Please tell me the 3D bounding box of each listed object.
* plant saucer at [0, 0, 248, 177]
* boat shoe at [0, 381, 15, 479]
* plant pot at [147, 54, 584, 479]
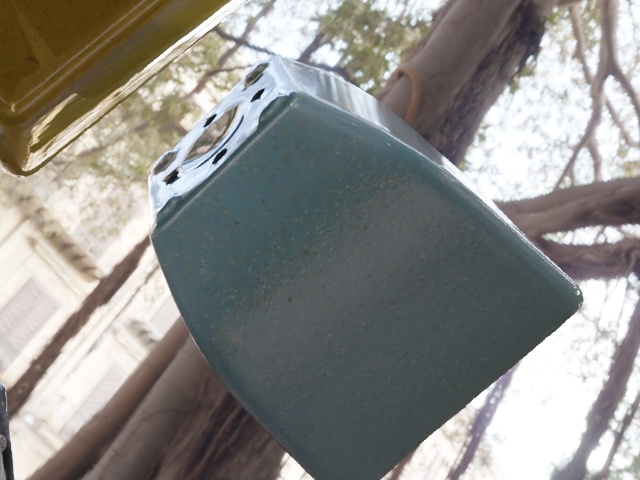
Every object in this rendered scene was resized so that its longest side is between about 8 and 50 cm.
[{"bbox_3d":[-0.197,-0.237,0.567,0.333,0.333,0.081,49,7,-29],"label":"plant saucer"},{"bbox_3d":[-0.175,0.225,0.470,0.108,0.102,0.301,-7,-84,63],"label":"boat shoe"},{"bbox_3d":[0.000,0.000,0.694,0.252,0.248,0.247,43,10,-25],"label":"plant pot"}]
